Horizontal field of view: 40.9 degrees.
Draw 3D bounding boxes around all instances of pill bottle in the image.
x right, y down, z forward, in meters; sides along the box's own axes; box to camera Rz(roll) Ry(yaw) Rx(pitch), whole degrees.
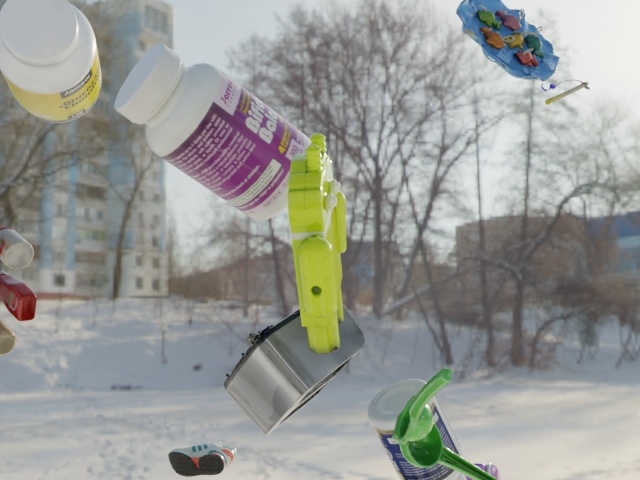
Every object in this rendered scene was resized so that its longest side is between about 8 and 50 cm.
[{"bbox_3d":[-0.290,-0.196,0.915,0.103,0.103,0.184,1,-7,-11],"label":"pill bottle"},{"bbox_3d":[0.138,0.280,1.163,0.094,0.169,0.094,-24,20,9],"label":"pill bottle"},{"bbox_3d":[-0.168,-0.175,1.370,0.301,0.169,0.169,35,-26,-28],"label":"pill bottle"}]

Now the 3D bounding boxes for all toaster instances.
[{"bbox_3d":[-0.043,0.179,1.255,0.185,0.110,0.168,-31,-17,-44],"label":"toaster"}]

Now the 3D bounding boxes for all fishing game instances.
[{"bbox_3d":[0.285,-0.313,1.284,0.189,0.264,0.041,-21,-23,-43],"label":"fishing game"}]

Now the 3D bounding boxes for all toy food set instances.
[{"bbox_3d":[-0.446,0.062,1.125,0.111,0.232,0.104,-9,30,-41],"label":"toy food set"}]

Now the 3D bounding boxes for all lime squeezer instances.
[{"bbox_3d":[0.130,0.223,0.970,0.110,0.059,0.310,19,-27,36],"label":"lime squeezer"}]

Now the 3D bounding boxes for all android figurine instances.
[{"bbox_3d":[0.000,0.000,1.122,0.056,0.273,0.248,-2,18,6],"label":"android figurine"}]

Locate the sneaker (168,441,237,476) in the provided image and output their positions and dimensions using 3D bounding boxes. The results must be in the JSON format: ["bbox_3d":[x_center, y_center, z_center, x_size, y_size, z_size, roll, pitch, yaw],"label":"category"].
[{"bbox_3d":[-0.247,0.461,1.821,0.161,0.057,0.075,-9,6,34],"label":"sneaker"}]

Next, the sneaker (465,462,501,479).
[{"bbox_3d":[0.254,0.454,1.385,0.102,0.161,0.282,-16,5,14],"label":"sneaker"}]
